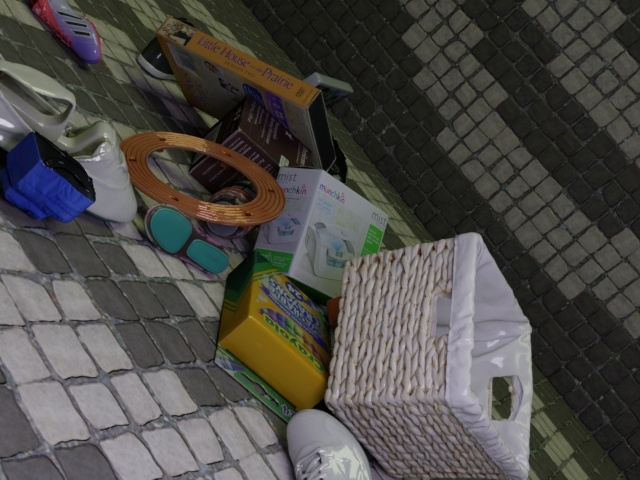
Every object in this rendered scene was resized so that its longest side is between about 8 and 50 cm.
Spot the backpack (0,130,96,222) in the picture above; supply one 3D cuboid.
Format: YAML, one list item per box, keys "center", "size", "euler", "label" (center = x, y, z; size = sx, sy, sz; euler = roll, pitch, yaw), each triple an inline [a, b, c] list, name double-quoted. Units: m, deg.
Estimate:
- center: [-0.392, -0.082, 1.318]
  size: [0.120, 0.101, 0.098]
  euler: [38, 19, -44]
  label: "backpack"

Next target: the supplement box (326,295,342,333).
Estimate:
- center: [0.086, 0.215, 1.782]
  size: [0.078, 0.080, 0.233]
  euler: [-98, 169, -59]
  label: "supplement box"

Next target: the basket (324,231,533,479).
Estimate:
- center: [0.199, 0.214, 1.592]
  size: [0.331, 0.266, 0.328]
  euler: [54, 36, -44]
  label: "basket"

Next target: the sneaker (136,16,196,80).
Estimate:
- center: [-0.356, -0.493, 2.336]
  size: [0.104, 0.147, 0.296]
  euler: [46, 14, -2]
  label: "sneaker"

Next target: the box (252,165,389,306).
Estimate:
- center: [0.000, 0.000, 1.913]
  size: [0.126, 0.231, 0.262]
  euler: [8, -15, 40]
  label: "box"

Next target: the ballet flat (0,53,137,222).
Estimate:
- center: [-0.397, -0.158, 1.397]
  size: [0.400, 0.139, 0.139]
  euler: [39, 17, -41]
  label: "ballet flat"

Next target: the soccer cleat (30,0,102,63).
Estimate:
- center: [-0.547, -0.464, 1.910]
  size: [0.095, 0.083, 0.248]
  euler: [-22, 73, -42]
  label: "soccer cleat"

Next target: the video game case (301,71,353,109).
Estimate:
- center: [-0.082, -0.341, 2.420]
  size: [0.036, 0.300, 0.329]
  euler: [61, 16, 4]
  label: "video game case"

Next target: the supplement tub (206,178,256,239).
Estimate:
- center: [-0.173, -0.062, 1.859]
  size: [0.106, 0.106, 0.198]
  euler: [48, 16, -2]
  label: "supplement tub"

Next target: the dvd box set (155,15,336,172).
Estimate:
- center: [-0.166, -0.331, 2.120]
  size: [0.420, 0.062, 0.308]
  euler: [29, -18, 19]
  label: "dvd box set"

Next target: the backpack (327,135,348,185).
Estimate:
- center: [-0.034, -0.209, 2.428]
  size: [0.225, 0.191, 0.253]
  euler: [48, 22, -9]
  label: "backpack"

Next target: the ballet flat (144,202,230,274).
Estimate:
- center: [-0.247, -0.008, 1.611]
  size: [0.079, 0.077, 0.221]
  euler: [37, -1, 42]
  label: "ballet flat"

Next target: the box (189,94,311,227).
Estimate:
- center: [-0.152, -0.174, 2.018]
  size: [0.203, 0.167, 0.168]
  euler: [41, 29, -23]
  label: "box"

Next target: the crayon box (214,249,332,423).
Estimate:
- center: [-0.075, 0.168, 1.604]
  size: [0.203, 0.083, 0.323]
  euler: [43, 17, -17]
  label: "crayon box"

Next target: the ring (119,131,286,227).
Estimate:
- center: [-0.228, -0.115, 1.742]
  size: [0.336, 0.032, 0.337]
  euler: [19, 26, -10]
  label: "ring"

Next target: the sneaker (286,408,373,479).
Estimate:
- center: [0.005, 0.359, 1.307]
  size: [0.169, 0.108, 0.293]
  euler: [30, 24, -56]
  label: "sneaker"
